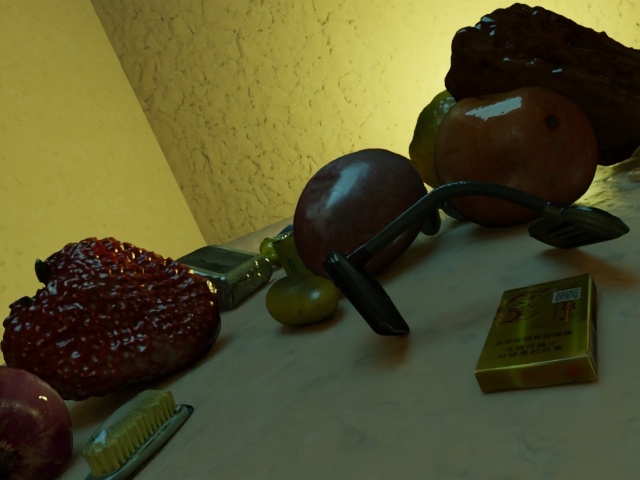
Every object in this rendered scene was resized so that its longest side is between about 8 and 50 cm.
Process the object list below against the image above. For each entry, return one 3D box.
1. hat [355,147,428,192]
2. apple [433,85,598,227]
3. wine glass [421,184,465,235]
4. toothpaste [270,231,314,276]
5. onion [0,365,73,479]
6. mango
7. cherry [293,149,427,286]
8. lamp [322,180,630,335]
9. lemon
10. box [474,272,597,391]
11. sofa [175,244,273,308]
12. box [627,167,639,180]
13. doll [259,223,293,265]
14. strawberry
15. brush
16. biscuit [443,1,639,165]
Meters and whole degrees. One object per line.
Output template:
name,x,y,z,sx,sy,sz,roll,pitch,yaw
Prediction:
hat,0.180,-0.089,1.210,0.244,0.234,0.233,-45,-33,20
apple,0.316,-0.147,0.806,0.253,0.254,0.253,-23,8,3
wine glass,0.299,-0.097,0.992,0.230,0.103,0.103,-22,7,-20
toothpaste,0.000,0.000,1.198,0.077,0.110,0.327,-22,8,27
onion,-0.426,0.247,0.587,0.207,0.201,0.200,-20,6,-15
mango,-0.026,0.095,0.771,0.103,0.076,0.161,-23,10,-28
cherry,0.064,-0.039,0.908,0.261,0.221,0.308,-28,22,46
lamp,0.164,0.013,0.564,0.283,0.125,0.203,-26,-19,12
lemon,0.351,-0.239,1.183,0.268,0.268,0.321,-28,1,-29
box,0.193,0.076,0.424,0.089,0.022,0.156,-18,9,32
sofa,-0.263,0.129,1.248,0.225,0.176,0.210,10,21,20
box,0.527,-0.114,0.732,0.092,0.015,0.058,-24,9,-3
doll,-0.115,0.014,1.501,0.135,0.099,0.241,21,26,16
strawberry,-0.354,0.153,0.867,0.350,0.267,0.312,6,41,4
brush,-0.234,0.234,0.501,0.068,0.060,0.297,-19,9,20
biscuit,0.475,-0.317,0.962,0.342,0.395,0.166,-35,-28,-41
